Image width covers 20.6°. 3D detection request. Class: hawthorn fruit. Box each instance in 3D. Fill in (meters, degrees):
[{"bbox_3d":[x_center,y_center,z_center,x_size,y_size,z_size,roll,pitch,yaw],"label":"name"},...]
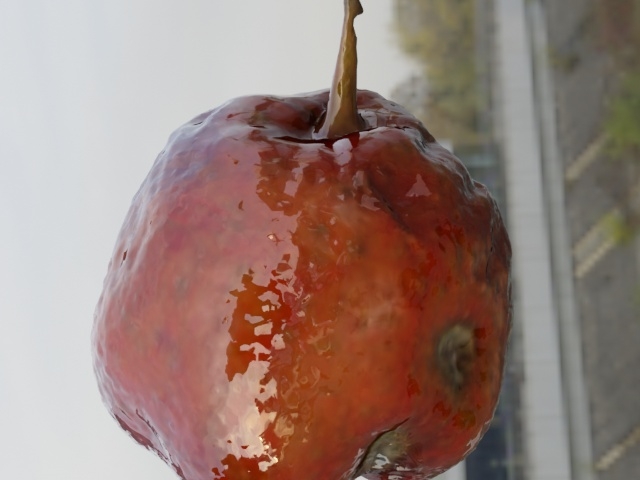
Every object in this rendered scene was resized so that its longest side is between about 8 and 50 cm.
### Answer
[{"bbox_3d":[0.000,0.000,0.836,0.207,0.207,0.243,-80,-2,-71],"label":"hawthorn fruit"}]
